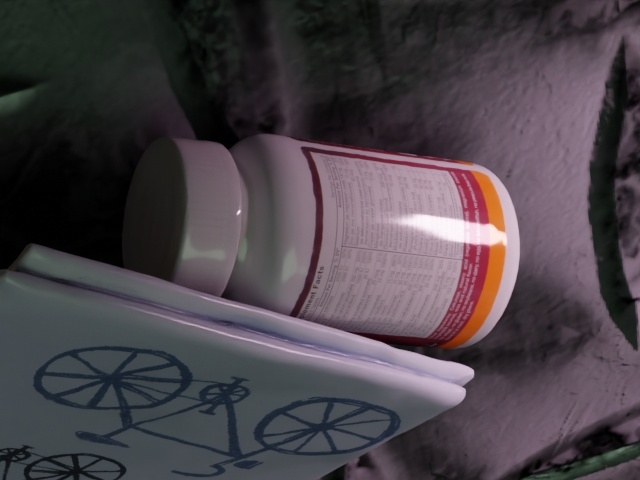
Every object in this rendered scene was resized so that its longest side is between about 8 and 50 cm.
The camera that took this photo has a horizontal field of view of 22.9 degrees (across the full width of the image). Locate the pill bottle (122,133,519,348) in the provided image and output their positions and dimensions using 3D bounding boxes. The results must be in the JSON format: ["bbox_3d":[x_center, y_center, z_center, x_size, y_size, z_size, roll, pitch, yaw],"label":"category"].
[{"bbox_3d":[0.000,0.000,0.961,0.221,0.121,0.121,6,124,-27],"label":"pill bottle"}]

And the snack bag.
[{"bbox_3d":[-0.130,0.122,0.990,0.323,0.037,0.342,16,143,-34],"label":"snack bag"}]
